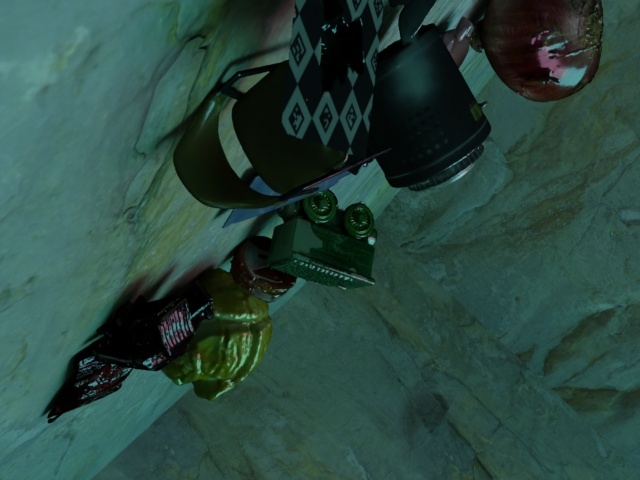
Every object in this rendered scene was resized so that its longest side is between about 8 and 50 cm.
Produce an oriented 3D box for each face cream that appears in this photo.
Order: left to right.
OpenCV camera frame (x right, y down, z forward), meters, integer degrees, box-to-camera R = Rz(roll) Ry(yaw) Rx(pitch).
[{"bbox_3d":[-0.045,-0.122,1.352,0.385,0.086,0.135,-30,163,-53],"label":"face cream"}]

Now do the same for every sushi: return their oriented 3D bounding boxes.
[{"bbox_3d":[0.002,-0.218,0.749,0.219,0.047,0.231,1,96,-64],"label":"sushi"}]

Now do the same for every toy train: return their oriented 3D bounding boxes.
[{"bbox_3d":[0.011,-0.007,1.591,0.145,0.266,0.202,-18,-122,57],"label":"toy train"}]

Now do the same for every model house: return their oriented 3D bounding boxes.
[{"bbox_3d":[-0.284,0.140,1.222,0.164,0.141,0.203,-63,169,24],"label":"model house"}]

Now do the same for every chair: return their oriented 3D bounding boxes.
[{"bbox_3d":[-0.049,-0.132,0.865,0.172,0.159,0.247,-30,179,26],"label":"chair"}]

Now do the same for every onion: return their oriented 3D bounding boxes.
[{"bbox_3d":[0.563,-0.519,1.712,0.353,0.353,0.353,-46,174,-7],"label":"onion"}]

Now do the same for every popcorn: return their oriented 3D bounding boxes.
[{"bbox_3d":[-0.239,0.192,1.462,0.276,0.276,0.226,-34,131,-63],"label":"popcorn"}]

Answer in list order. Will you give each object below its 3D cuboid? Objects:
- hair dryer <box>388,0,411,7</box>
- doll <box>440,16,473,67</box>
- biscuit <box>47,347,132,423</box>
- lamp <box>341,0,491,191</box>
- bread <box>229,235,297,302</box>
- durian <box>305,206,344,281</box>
[{"bbox_3d":[0.134,-0.392,0.875,0.189,0.107,0.352,-48,-178,-5],"label":"hair dryer"},{"bbox_3d":[0.269,-0.410,1.551,0.211,0.093,0.262,-48,175,41],"label":"doll"},{"bbox_3d":[-0.429,0.268,1.304,0.151,0.063,0.235,-15,157,-45],"label":"biscuit"},{"bbox_3d":[0.169,-0.227,1.163,0.374,0.272,0.205,-48,-171,26],"label":"lamp"},{"bbox_3d":[-0.136,0.068,1.608,0.073,0.160,0.160,-43,178,41],"label":"bread"},{"bbox_3d":[-0.003,0.001,1.949,0.237,0.176,0.200,-36,179,-31],"label":"durian"}]
